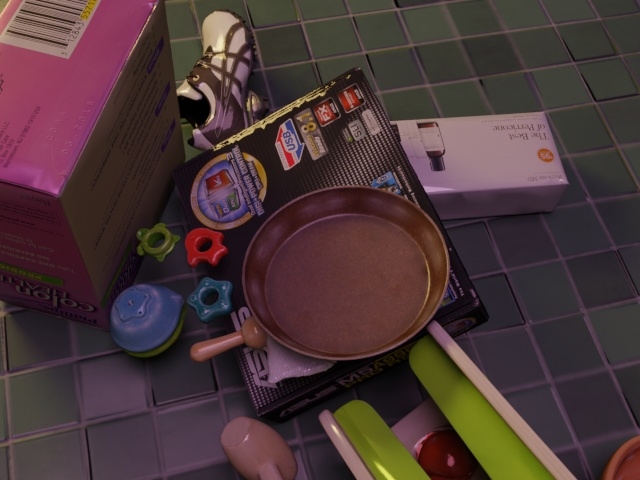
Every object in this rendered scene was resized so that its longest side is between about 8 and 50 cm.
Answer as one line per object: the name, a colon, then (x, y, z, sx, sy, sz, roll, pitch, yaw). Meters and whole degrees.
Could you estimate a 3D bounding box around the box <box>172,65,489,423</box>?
box: (0.000, 0.000, 0.750, 0.216, 0.060, 0.270, -27, 64, 9)

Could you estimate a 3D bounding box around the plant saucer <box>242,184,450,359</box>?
plant saucer: (0.021, 0.028, 0.659, 0.168, 0.029, 0.169, -4, 54, 6)

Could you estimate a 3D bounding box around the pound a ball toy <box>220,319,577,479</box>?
pound a ball toy: (0.087, 0.218, 0.606, 0.208, 0.136, 0.319, -39, 45, -1)

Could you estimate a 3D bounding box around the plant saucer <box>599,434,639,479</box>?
plant saucer: (0.305, 0.258, 0.660, 0.199, 0.037, 0.200, 16, 48, -19)

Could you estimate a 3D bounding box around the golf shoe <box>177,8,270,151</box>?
golf shoe: (-0.115, -0.176, 0.866, 0.093, 0.077, 0.198, -1, 57, -26)

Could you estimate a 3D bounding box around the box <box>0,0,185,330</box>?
box: (-0.218, -0.074, 0.714, 0.117, 0.243, 0.214, 14, 61, 4)

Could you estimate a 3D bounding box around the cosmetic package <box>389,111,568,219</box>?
cosmetic package: (0.129, -0.076, 0.851, 0.238, 0.060, 0.099, -5, 62, -7)

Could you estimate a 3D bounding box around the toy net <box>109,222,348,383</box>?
toy net: (-0.077, 0.060, 0.703, 0.232, 0.045, 0.122, 13, 63, 21)
